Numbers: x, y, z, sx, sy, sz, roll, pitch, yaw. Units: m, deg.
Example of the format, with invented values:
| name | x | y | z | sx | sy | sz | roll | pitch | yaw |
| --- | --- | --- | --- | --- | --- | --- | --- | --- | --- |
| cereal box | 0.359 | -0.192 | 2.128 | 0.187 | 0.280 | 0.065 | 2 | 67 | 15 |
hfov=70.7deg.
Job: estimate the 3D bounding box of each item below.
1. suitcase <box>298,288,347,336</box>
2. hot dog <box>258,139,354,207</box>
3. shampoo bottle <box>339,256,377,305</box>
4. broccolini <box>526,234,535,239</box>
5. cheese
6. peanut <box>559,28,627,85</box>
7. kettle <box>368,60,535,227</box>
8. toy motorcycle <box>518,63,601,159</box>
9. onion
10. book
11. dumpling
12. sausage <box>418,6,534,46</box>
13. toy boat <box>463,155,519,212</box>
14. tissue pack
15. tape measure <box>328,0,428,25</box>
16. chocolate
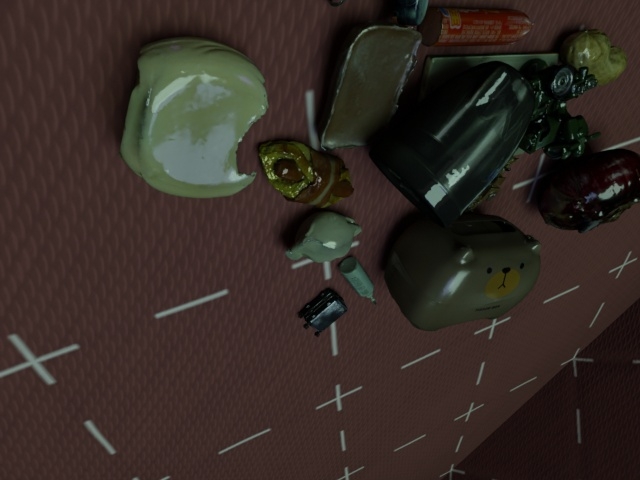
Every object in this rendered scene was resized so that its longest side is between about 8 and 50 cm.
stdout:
| name | x | y | z | sx | sy | sz | roll | pitch | yaw |
| --- | --- | --- | --- | --- | --- | --- | --- | --- | --- |
| suitcase | 0.010 | 0.199 | 1.261 | 0.126 | 0.059 | 0.086 | -40 | 137 | 5 |
| hot dog | -0.016 | -0.131 | 0.950 | 0.261 | 0.093 | 0.123 | 9 | 121 | -35 |
| shampoo bottle | 0.114 | 0.120 | 1.261 | 0.056 | 0.056 | 0.195 | -36 | 136 | 0 |
| broccolini | 0.648 | 0.033 | 1.515 | 0.194 | 0.054 | 0.052 | -16 | 151 | -16 |
| cheese | -0.209 | -0.198 | 0.760 | 0.233 | 0.127 | 0.266 | 8 | 122 | -35 |
| peanut | 0.662 | -0.440 | 1.093 | 0.229 | 0.098 | 0.103 | 8 | 145 | -38 |
| kettle | 0.305 | -0.209 | 0.964 | 0.324 | 0.228 | 0.321 | -46 | 157 | 6 |
| toy motorcycle | 0.543 | -0.289 | 1.067 | 0.205 | 0.127 | 0.275 | -26 | 129 | -14 |
| onion | 0.790 | -0.155 | 1.327 | 0.313 | 0.233 | 0.314 | -18 | 157 | -8 |
| book | 0.382 | -0.308 | 1.075 | 0.370 | 0.043 | 0.261 | -12 | 130 | -22 |
| dumpling | 0.003 | 0.003 | 1.074 | 0.181 | 0.112 | 0.155 | 18 | 146 | -32 |
| sausage | 0.329 | -0.433 | 0.917 | 0.273 | 0.074 | 0.074 | -11 | 130 | -23 |
| toy boat | 0.438 | -0.146 | 1.186 | 0.064 | 0.072 | 0.206 | -5 | 146 | -31 |
| tissue pack | 0.388 | 0.067 | 1.222 | 0.386 | 0.268 | 0.277 | -2 | 131 | -27 |
| tape measure | 0.108 | -0.440 | 0.810 | 0.179 | 0.105 | 0.107 | -1 | 155 | 9 |
| chocolate | 0.080 | -0.303 | 0.873 | 0.160 | 0.083 | 0.262 | -6 | 138 | -29 |
